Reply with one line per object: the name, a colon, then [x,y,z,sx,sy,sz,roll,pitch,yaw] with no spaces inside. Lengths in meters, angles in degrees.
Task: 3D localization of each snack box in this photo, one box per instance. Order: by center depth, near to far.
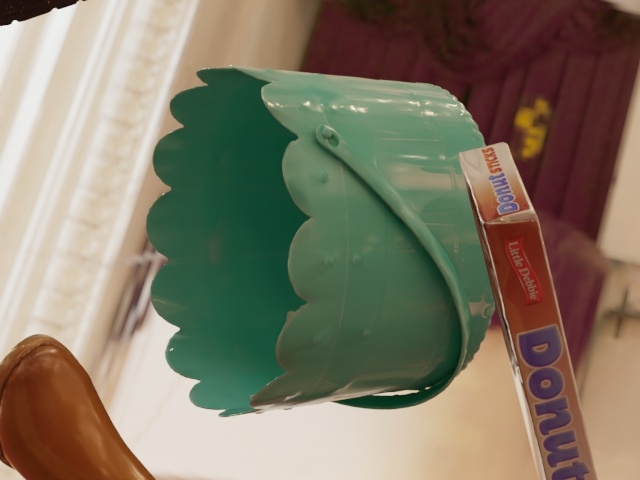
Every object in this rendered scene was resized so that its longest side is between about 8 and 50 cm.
snack box: [0.086,0.054,0.695,0.022,0.064,0.178,-15,-64,3]

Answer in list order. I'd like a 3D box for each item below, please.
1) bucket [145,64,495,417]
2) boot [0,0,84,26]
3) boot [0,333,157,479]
bucket: [0.000,0.000,1.371,0.183,0.281,0.281,-2,-11,-26]
boot: [-0.299,-0.222,1.147,0.338,0.222,0.118,-23,14,-22]
boot: [-0.104,0.148,1.030,0.152,0.073,0.197,25,-34,38]
